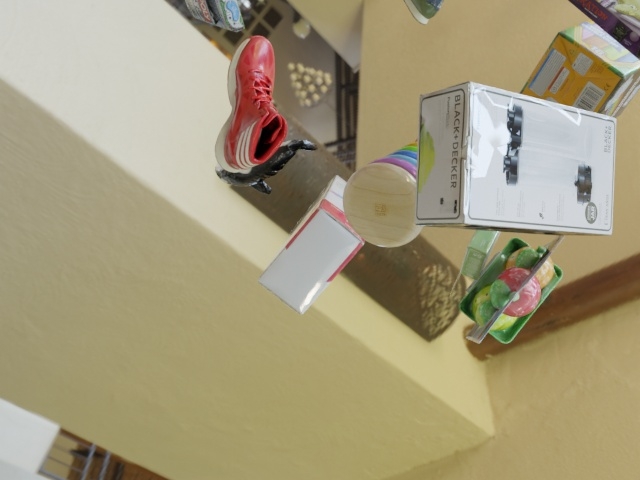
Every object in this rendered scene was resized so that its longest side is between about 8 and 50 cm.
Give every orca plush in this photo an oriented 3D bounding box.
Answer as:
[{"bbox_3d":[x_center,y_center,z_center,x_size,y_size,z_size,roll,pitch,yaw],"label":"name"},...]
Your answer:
[{"bbox_3d":[-0.123,-0.161,1.537,0.287,0.102,0.151,-16,-157,31],"label":"orca plush"}]

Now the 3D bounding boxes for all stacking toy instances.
[{"bbox_3d":[0.168,-0.115,1.169,0.141,0.141,0.330,-26,-170,37],"label":"stacking toy"}]

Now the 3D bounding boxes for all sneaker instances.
[{"bbox_3d":[-0.083,-0.212,1.025,0.128,0.087,0.221,4,-96,50],"label":"sneaker"},{"bbox_3d":[0.225,-0.619,1.607,0.086,0.192,0.064,-37,175,37],"label":"sneaker"}]

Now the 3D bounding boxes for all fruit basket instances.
[{"bbox_3d":[0.451,0.106,1.591,0.165,0.353,0.327,39,-89,16],"label":"fruit basket"}]

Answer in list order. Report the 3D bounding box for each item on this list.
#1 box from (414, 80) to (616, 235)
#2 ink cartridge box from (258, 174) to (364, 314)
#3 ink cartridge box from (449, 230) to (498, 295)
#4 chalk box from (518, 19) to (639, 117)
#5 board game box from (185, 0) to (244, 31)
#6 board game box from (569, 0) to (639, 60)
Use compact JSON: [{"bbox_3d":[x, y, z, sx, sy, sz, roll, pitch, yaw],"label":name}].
[{"bbox_3d":[0.259,-0.094,0.871,0.087,0.290,0.169,1,-90,56],"label":"box"},{"bbox_3d":[0.000,0.000,1.526,0.226,0.131,0.306,-51,-177,20],"label":"ink cartridge box"},{"bbox_3d":[0.402,0.031,1.702,0.056,0.235,0.171,24,-123,16],"label":"ink cartridge box"},{"bbox_3d":[0.633,-0.384,1.539,0.289,0.179,0.180,-29,154,-40],"label":"chalk box"},{"bbox_3d":[-0.227,-0.518,1.362,0.060,0.194,0.194,-37,-134,-23],"label":"board game box"},{"bbox_3d":[0.625,-0.412,1.216,0.208,0.056,0.347,-32,-112,-19],"label":"board game box"}]
